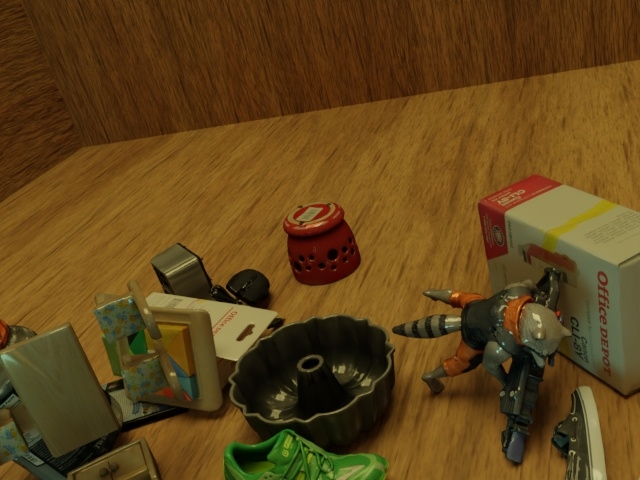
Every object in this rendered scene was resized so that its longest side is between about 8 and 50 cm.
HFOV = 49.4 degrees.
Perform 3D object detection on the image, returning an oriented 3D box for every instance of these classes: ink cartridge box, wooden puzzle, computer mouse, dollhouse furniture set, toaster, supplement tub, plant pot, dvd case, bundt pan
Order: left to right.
[{"bbox_3d":[-0.564,0.307,1.340,0.207,0.338,0.207,-25,34,18],"label":"supplement tub"},{"bbox_3d":[-0.392,0.336,1.157,0.362,0.394,0.256,-24,27,-16],"label":"dollhouse furniture set"},{"bbox_3d":[-0.418,0.359,1.559,0.253,0.022,0.180,-17,26,-3],"label":"dvd case"},{"bbox_3d":[-0.327,0.247,1.453,0.238,0.221,0.044,-1,13,25],"label":"wooden puzzle"},{"bbox_3d":[-0.356,0.115,1.850,0.110,0.168,0.185,-30,28,-22],"label":"toaster"},{"bbox_3d":[-0.283,0.234,1.580,0.353,0.119,0.207,6,28,24],"label":"ink cartridge box"},{"bbox_3d":[-0.153,0.136,1.745,0.184,0.060,0.262,33,13,10],"label":"computer mouse"},{"bbox_3d":[-0.005,0.285,1.353,0.330,0.124,0.331,-13,27,7],"label":"bundt pan"},{"bbox_3d":[0.000,0.000,1.870,0.191,0.174,0.191,-11,27,6],"label":"plant pot"},{"bbox_3d":[0.490,0.067,1.324,0.160,0.279,0.384,-23,26,-16],"label":"ink cartridge box"}]

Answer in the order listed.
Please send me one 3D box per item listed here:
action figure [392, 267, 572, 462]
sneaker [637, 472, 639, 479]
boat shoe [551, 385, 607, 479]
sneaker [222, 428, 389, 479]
[{"bbox_3d":[0.283,0.194,1.210,0.330,0.178,0.341,-25,45,56],"label":"action figure"},{"bbox_3d":[0.478,0.378,0.944,0.262,0.099,0.121,-34,37,-18],"label":"sneaker"},{"bbox_3d":[0.407,0.322,1.106,0.076,0.080,0.228,-6,35,17],"label":"boat shoe"},{"bbox_3d":[-0.034,0.386,1.163,0.295,0.124,0.109,-6,28,16],"label":"sneaker"}]
